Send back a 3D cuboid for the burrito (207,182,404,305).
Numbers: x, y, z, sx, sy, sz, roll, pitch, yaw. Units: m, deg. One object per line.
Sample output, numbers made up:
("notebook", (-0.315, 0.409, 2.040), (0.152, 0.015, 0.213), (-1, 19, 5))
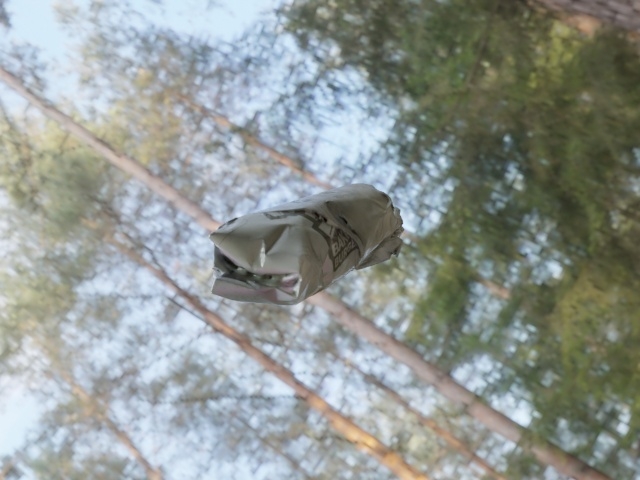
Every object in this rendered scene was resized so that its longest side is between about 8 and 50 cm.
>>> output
("burrito", (0.001, 0.000, 0.758), (0.203, 0.064, 0.064), (-18, -53, -65))
